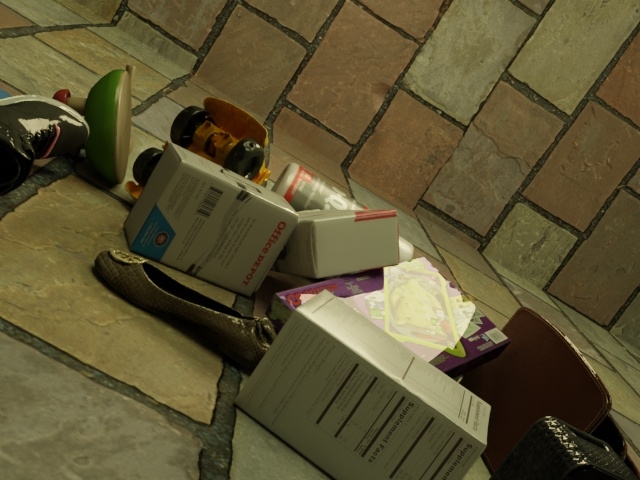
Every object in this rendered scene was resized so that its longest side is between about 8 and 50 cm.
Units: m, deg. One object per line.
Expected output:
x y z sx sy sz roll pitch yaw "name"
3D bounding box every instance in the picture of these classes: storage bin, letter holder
0.248 0.297 0.822 0.122 0.180 0.084 28 13 -22 "storage bin"
0.352 0.259 1.132 0.152 0.214 0.302 29 13 -17 "letter holder"

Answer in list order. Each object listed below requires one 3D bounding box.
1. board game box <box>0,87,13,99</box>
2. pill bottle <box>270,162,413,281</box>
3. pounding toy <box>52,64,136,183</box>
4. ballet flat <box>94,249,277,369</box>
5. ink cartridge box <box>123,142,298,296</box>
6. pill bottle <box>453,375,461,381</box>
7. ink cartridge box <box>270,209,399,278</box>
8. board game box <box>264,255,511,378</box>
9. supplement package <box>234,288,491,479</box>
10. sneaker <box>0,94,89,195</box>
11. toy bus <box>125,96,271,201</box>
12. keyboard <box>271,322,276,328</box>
-0.509 -0.192 1.138 0.133 0.033 0.169 42 20 15 "board game box"
0.023 -0.008 1.438 0.283 0.161 0.161 31 13 -9 "pill bottle"
-0.371 -0.194 1.245 0.110 0.183 0.237 4 19 -9 "pounding toy"
-0.159 0.073 0.932 0.250 0.058 0.084 31 14 3 "ballet flat"
-0.157 -0.027 1.108 0.203 0.148 0.086 26 13 -32 "ink cartridge box"
0.157 0.146 1.287 0.221 0.121 0.121 36 13 14 "pill bottle"
0.000 0.000 1.220 0.158 0.092 0.218 -7 8 -30 "ink cartridge box"
0.109 0.128 1.116 0.347 0.056 0.208 -10 52 -46 "board game box"
0.053 0.186 0.863 0.244 0.134 0.139 35 13 9 "supplement package"
-0.395 -0.117 0.992 0.147 0.104 0.296 41 21 22 "sneaker"
-0.189 -0.091 1.268 0.149 0.220 0.211 33 -21 19 "toy bus"
0.046 0.176 1.120 0.317 0.033 0.201 41 15 33 "keyboard"
